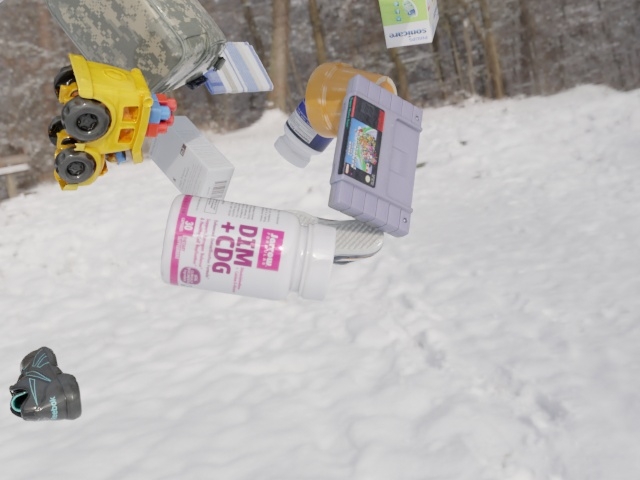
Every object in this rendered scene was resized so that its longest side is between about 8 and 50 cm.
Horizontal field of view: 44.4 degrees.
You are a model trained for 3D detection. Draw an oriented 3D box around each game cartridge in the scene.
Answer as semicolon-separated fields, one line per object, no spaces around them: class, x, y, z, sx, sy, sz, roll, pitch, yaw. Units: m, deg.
game cartridge;0.139;-0.208;1.908;0.230;0.354;0.068;25;-27;-34

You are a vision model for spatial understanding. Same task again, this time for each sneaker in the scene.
sneaker;0.000;0.000;1.988;0.321;0.126;0.127;6;-13;6
sneaker;-0.529;0.266;1.453;0.106;0.101;0.267;-11;13;-32

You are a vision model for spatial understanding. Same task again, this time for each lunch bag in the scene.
lunch bag;-0.341;-0.440;1.551;0.213;0.305;0.256;-35;7;32

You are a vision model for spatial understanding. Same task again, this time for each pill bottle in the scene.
pill bottle;-0.019;-0.362;2.445;0.264;0.153;0.153;-49;-10;21
pill bottle;-0.123;0.018;1.362;0.283;0.160;0.160;9;3;-4

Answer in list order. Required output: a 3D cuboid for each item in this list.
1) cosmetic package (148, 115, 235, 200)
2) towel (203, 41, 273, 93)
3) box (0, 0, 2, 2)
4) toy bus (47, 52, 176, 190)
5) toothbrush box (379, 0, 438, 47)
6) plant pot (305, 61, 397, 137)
cosmetic package;-0.308;-0.187;1.850;0.086;0.117;0.231;-11;44;-44
towel;-0.305;-0.586;2.666;0.285;0.209;0.034;-16;-18;-45
box;-0.650;-0.571;1.514;0.169;0.087;0.290;-37;2;7
toy bus;-0.366;-0.201;1.393;0.212;0.220;0.149;1;38;-30
toothbrush box;0.213;-0.655;1.965;0.122;0.283;0.206;-3;30;16
plant pot;0.095;-0.375;2.104;0.188;0.205;0.205;9;16;37
